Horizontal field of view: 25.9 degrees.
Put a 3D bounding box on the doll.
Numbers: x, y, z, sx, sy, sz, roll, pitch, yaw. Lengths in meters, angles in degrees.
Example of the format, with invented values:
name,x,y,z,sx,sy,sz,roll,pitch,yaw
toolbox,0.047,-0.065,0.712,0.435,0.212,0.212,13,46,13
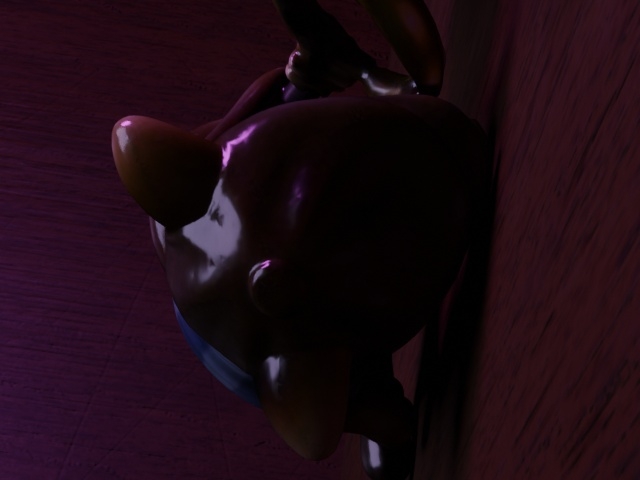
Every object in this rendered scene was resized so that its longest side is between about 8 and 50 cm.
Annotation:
name,x,y,z,sx,sy,sz,roll,pitch,yaw
doll,0.004,-0.002,0.854,0.340,0.209,0.318,91,155,-81
